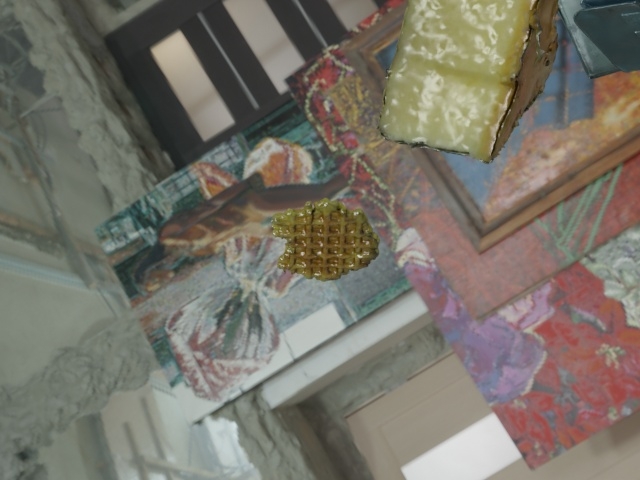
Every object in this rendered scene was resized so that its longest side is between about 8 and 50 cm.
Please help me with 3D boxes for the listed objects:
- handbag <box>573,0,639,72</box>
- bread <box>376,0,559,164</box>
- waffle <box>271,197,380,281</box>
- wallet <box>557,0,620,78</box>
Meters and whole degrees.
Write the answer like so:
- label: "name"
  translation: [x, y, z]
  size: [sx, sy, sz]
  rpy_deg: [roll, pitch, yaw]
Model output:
- label: "handbag"
  translation: [0.663, -0.446, 1.502]
  size: [0.229, 0.062, 0.179]
  rpy_deg: [29, 171, -32]
- label: "bread"
  translation: [0.227, -0.309, 1.099]
  size: [0.249, 0.279, 0.315]
  rpy_deg: [16, 146, 27]
- label: "waffle"
  translation: [0.004, 0.006, 1.830]
  size: [0.300, 0.282, 0.058]
  rpy_deg: [56, -158, -45]
- label: "wallet"
  translation: [0.808, -0.594, 1.960]
  size: [0.054, 0.251, 0.290]
  rpy_deg: [56, -161, -71]
